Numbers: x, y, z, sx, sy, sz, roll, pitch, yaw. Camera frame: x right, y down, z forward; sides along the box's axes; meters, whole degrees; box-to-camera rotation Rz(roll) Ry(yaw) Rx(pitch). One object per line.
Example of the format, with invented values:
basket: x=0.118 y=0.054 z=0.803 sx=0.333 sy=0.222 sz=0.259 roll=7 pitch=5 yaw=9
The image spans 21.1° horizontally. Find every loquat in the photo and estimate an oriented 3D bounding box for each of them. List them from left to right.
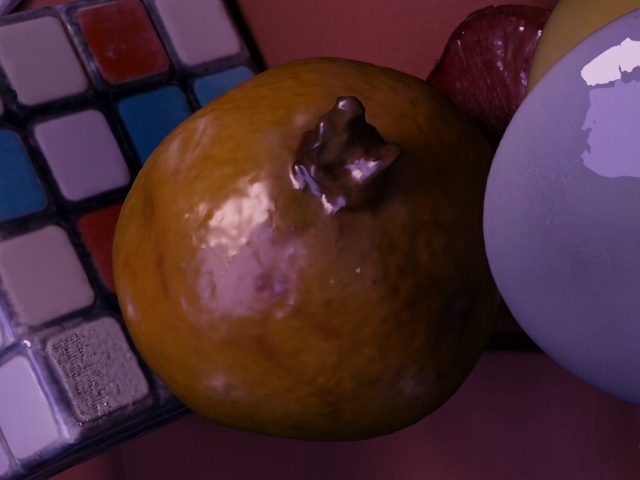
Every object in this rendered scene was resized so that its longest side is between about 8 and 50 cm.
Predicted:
loquat: x=0.000 y=0.000 z=0.882 sx=0.213 sy=0.213 sz=0.246 roll=54 pitch=162 yaw=17

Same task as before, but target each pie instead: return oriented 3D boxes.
pie: x=0.111 y=-0.058 z=0.936 sx=0.154 sy=0.036 sz=0.154 roll=22 pitch=121 yaw=41

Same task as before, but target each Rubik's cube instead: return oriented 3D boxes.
Rubik's cube: x=-0.172 y=0.012 z=1.094 sx=0.259 sy=0.256 sz=0.253 roll=-33 pitch=80 yaw=48

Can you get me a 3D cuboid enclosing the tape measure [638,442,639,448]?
tape measure: x=0.278 y=0.216 z=0.799 sx=0.164 sy=0.084 sz=0.330 roll=-20 pitch=101 yaw=36

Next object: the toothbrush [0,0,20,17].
toothbrush: x=-0.211 y=-0.200 z=1.230 sx=0.342 sy=0.025 sz=0.030 roll=-41 pitch=72 yaw=47

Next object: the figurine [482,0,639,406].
figurine: x=0.150 y=-0.116 z=0.723 sx=0.224 sy=0.205 sz=0.381 roll=-28 pitch=64 yaw=33
